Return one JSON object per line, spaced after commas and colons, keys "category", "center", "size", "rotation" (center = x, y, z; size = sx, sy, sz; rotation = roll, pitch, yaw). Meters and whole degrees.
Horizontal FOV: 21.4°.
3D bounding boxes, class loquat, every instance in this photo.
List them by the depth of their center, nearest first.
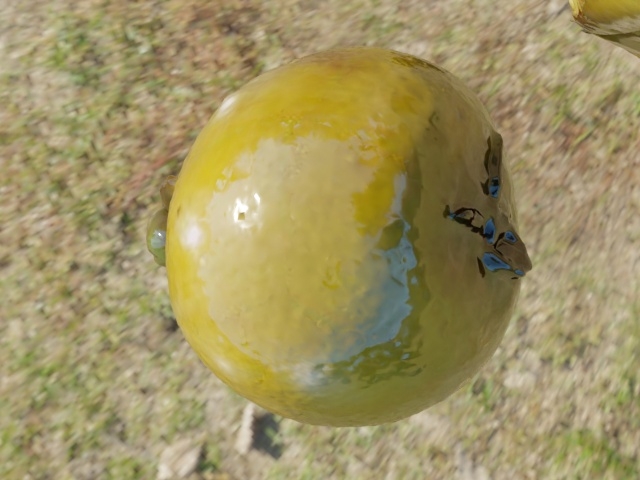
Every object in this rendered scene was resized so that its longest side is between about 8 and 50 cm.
{"category": "loquat", "center": [0.000, 0.000, 1.440], "size": [0.359, 0.328, 0.328], "rotation": [-1, 105, 29]}

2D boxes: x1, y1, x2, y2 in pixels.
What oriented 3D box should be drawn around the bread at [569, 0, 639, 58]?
{"category": "bread", "center": [0.238, -0.156, 0.838], "size": [0.204, 0.288, 0.156], "rotation": [19, 93, 5]}
